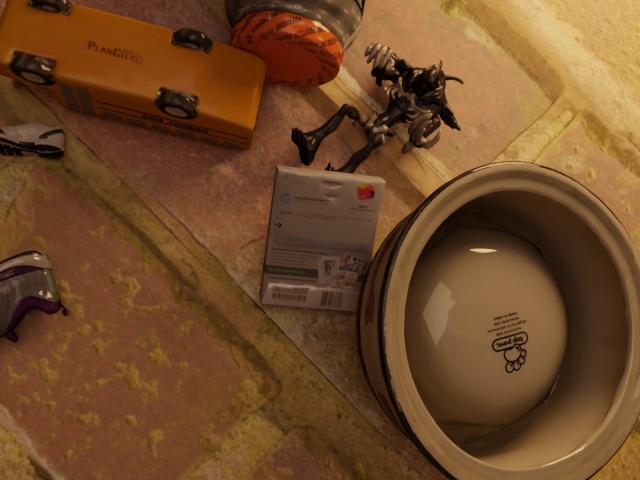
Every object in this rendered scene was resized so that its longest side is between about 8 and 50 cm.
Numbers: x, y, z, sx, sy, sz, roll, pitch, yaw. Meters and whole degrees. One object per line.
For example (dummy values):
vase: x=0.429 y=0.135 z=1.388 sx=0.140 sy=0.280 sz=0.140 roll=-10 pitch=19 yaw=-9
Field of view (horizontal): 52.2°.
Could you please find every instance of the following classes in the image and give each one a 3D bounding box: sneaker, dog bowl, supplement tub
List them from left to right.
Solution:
sneaker: x=-0.430 y=0.096 z=0.796 sx=0.223 sy=0.083 sz=0.098 roll=-24 pitch=89 yaw=-15
sneaker: x=-0.397 y=-0.138 z=0.875 sx=0.109 sy=0.040 sz=0.044 roll=7 pitch=61 yaw=-13
supplement tub: x=-0.025 y=-0.390 z=0.913 sx=0.193 sy=0.193 sz=0.316 roll=10 pitch=78 yaw=-9
dog bowl: x=0.228 y=0.111 z=0.854 sx=0.408 sy=0.150 sz=0.408 roll=2 pitch=84 yaw=-22

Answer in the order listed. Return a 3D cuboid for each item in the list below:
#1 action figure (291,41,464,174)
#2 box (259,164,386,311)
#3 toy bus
action figure: x=0.102 y=-0.185 z=0.926 sx=0.275 sy=0.141 sz=0.164 roll=-39 pitch=87 yaw=-12
box: x=0.000 y=0.000 z=0.878 sx=0.145 sy=0.038 sz=0.186 roll=5 pitch=107 yaw=-10
toy bus: x=-0.243 y=-0.220 z=0.868 sx=0.332 sy=0.130 sz=0.108 roll=12 pitch=78 yaw=-8
